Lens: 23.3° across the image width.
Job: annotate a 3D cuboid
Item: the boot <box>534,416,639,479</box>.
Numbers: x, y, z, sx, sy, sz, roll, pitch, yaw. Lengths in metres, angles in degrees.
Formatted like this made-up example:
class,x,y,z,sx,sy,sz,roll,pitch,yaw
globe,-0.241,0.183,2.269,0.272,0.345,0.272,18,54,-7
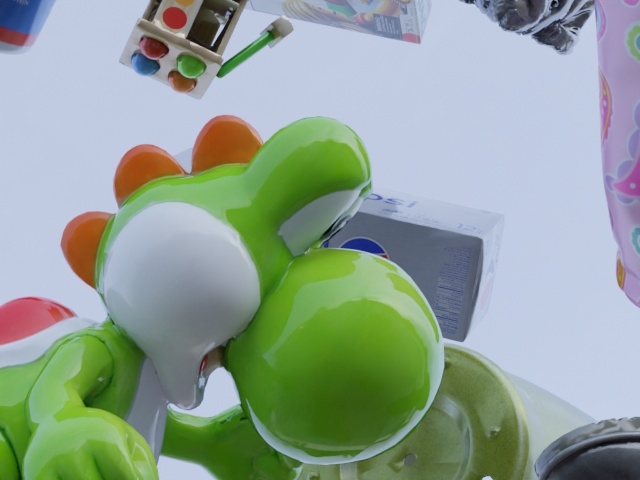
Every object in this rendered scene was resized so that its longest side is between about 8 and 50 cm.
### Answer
class,x,y,z,sx,sy,sz,roll,pitch,yaw
boot,0.214,0.198,0.797,0.190,0.208,0.076,13,-46,-19

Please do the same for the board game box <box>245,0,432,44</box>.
class,x,y,z,sx,sy,sz,roll,pitch,yaw
board game box,-0.001,-0.290,1.463,0.193,0.053,0.305,13,-17,12

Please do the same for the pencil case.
class,x,y,z,sx,sy,sz,roll,pitch,yaw
pencil case,0.239,-0.090,0.979,0.124,0.124,0.284,-12,-60,-8

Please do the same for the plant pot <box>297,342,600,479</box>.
class,x,y,z,sx,sy,sz,roll,pitch,yaw
plant pot,0.157,0.279,1.535,0.366,0.366,0.353,-35,-42,6

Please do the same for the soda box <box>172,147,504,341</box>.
class,x,y,z,sx,sy,sz,roll,pitch,yaw
soda box,0.000,0.000,1.277,0.286,0.098,0.091,12,-74,14

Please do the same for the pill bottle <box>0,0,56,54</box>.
class,x,y,z,sx,sy,sz,roll,pitch,yaw
pill bottle,-0.226,-0.262,1.161,0.124,0.124,0.221,22,-74,-24

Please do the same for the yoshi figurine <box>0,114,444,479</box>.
class,x,y,z,sx,sy,sz,roll,pitch,yaw
yoshi figurine,-0.080,0.104,0.777,0.362,0.203,0.203,-44,-62,-1

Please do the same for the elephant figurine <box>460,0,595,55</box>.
class,x,y,z,sx,sy,sz,roll,pitch,yaw
elephant figurine,0.165,-0.222,1.189,0.239,0.169,0.186,-58,-39,-16

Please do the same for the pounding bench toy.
class,x,y,z,sx,sy,sz,roll,pitch,yaw
pounding bench toy,-0.063,-0.114,0.881,0.083,0.052,0.065,25,-114,-9
